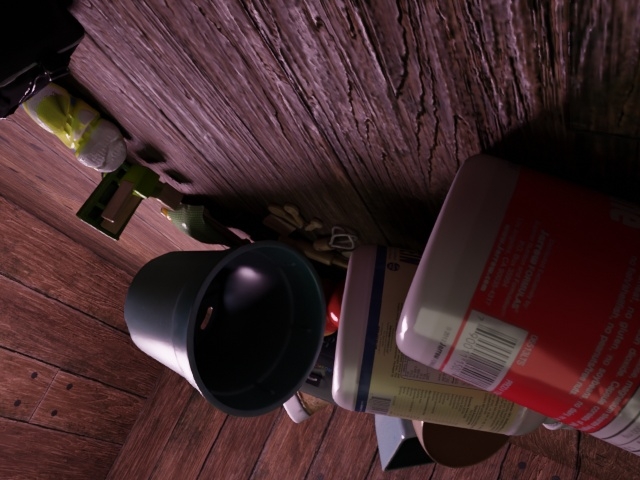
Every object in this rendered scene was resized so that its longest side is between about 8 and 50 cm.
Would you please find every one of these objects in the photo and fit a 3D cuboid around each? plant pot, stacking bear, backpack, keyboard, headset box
[{"bbox_3d":[-0.223,0.160,1.211,0.334,0.340,0.341,4,153,45],"label":"plant pot"},{"bbox_3d":[-0.004,0.148,1.326,0.289,0.164,0.176,-3,172,39],"label":"stacking bear"},{"bbox_3d":[-0.420,-0.229,0.679,0.191,0.225,0.254,56,158,-18],"label":"backpack"},{"bbox_3d":[0.289,0.486,1.660,0.247,0.252,0.247,-3,140,-14],"label":"plant pot"},{"bbox_3d":[0.336,0.393,1.436,0.284,0.284,0.191,34,-177,-25],"label":"plant pot"},{"bbox_3d":[-0.111,-0.007,1.241,0.180,0.023,0.108,31,156,-15],"label":"keyboard"},{"bbox_3d":[0.011,0.295,1.522,0.247,0.131,0.283,18,-160,9],"label":"headset box"}]

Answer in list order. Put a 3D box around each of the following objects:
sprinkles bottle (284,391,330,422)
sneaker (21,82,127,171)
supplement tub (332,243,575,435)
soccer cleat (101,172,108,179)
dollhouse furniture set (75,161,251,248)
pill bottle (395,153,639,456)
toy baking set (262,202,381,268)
[{"bbox_3d":[0.053,0.433,1.779,0.121,0.356,0.121,61,-177,-5],"label":"sprinkles bottle"},{"bbox_3d":[-0.444,-0.217,1.015,0.126,0.091,0.240,38,170,25],"label":"sneaker"},{"bbox_3d":[0.190,0.138,0.797,0.325,0.235,0.235,7,161,5],"label":"supplement tub"},{"bbox_3d":[-0.472,-0.132,1.326,0.072,0.060,0.179,35,166,15],"label":"soccer cleat"},{"bbox_3d":[-0.335,-0.023,1.246,0.198,0.151,0.301,17,163,49],"label":"dollhouse furniture set"},{"bbox_3d":[0.300,0.082,0.559,0.408,0.228,0.229,22,163,12],"label":"pill bottle"},{"bbox_3d":[-0.001,0.002,1.089,0.256,0.030,0.196,23,162,8],"label":"toy baking set"}]
